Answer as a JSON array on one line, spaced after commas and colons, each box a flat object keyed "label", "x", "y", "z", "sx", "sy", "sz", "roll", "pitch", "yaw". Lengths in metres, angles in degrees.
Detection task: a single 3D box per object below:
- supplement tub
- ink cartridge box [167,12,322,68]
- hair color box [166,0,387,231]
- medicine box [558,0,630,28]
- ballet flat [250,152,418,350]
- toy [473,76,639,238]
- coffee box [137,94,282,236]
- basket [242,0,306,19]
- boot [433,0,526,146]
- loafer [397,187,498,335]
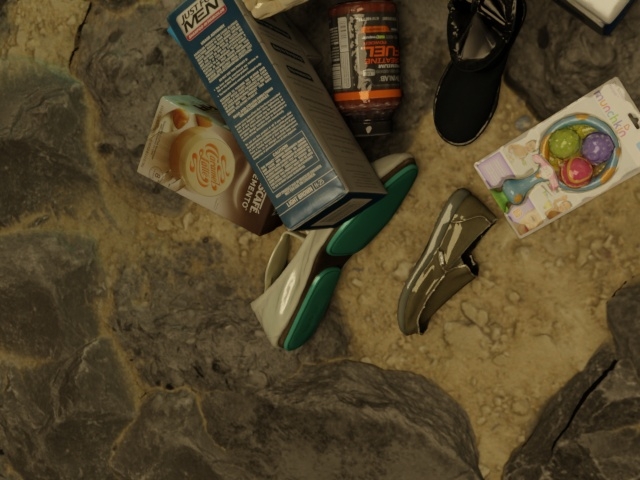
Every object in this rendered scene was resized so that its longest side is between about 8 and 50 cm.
[{"label": "supplement tub", "x": 0.070, "y": -0.258, "z": 1.167, "sx": 0.106, "sy": 0.106, "sz": 0.197, "roll": -1, "pitch": 101, "yaw": 21}, {"label": "ink cartridge box", "x": -0.120, "y": -0.315, "z": 1.236, "sx": 0.148, "sy": 0.086, "sz": 0.203, "roll": -42, "pitch": 85, "yaw": 21}, {"label": "hair color box", "x": -0.056, "y": -0.185, "z": 1.076, "sx": 0.105, "sy": 0.174, "sz": 0.347, "roll": -33, "pitch": 80, "yaw": 20}, {"label": "medicine box", "x": 0.385, "y": -0.413, "z": 0.931, "sx": 0.149, "sy": 0.263, "sz": 0.289, "roll": 40, "pitch": 112, "yaw": 8}, {"label": "ballet flat", "x": 0.000, "y": 0.000, "z": 1.242, "sx": 0.139, "sy": 0.139, "sz": 0.400, "roll": 37, "pitch": 112, "yaw": 10}, {"label": "toy", "x": 0.356, "y": -0.113, "z": 1.115, "sx": 0.237, "sy": 0.056, "sz": 0.136, "roll": -32, "pitch": 90, "yaw": 23}, {"label": "coffee box", "x": -0.162, "y": -0.129, "z": 1.282, "sx": 0.247, "sy": 0.098, "sz": 0.141, "roll": 27, "pitch": 109, "yaw": 14}, {"label": "basket", "x": -0.021, "y": -0.519, "z": 0.984, "sx": 0.332, "sy": 0.266, "sz": 0.328, "roll": -19, "pitch": 128, "yaw": 19}, {"label": "boot", "x": 0.207, "y": -0.242, "z": 1.063, "sx": 0.094, "sy": 0.207, "sz": 0.246, "roll": 26, "pitch": 109, "yaw": 14}, {"label": "loafer", "x": 0.195, "y": 0.046, "z": 1.187, "sx": 0.087, "sy": 0.094, "sz": 0.251, "roll": 28, "pitch": 109, "yaw": 18}]
